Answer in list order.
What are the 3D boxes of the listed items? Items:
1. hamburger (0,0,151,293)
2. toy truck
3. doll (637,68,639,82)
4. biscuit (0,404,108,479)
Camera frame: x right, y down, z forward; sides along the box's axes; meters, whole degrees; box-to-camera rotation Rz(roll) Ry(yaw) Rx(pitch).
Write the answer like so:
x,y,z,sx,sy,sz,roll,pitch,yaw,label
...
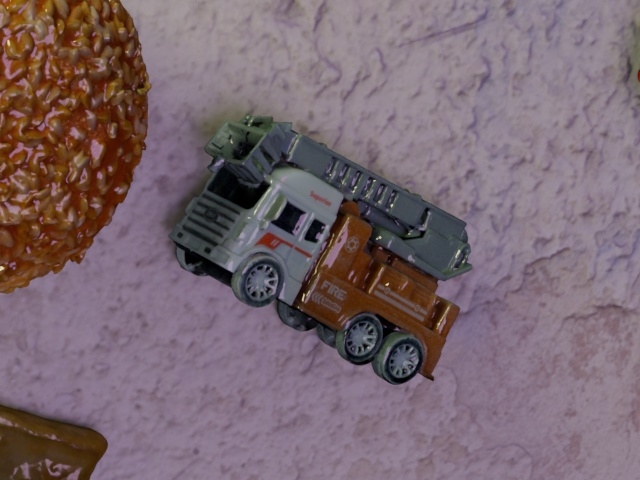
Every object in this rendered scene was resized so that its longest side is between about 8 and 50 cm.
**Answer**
x,y,z,sx,sy,sz,roll,pitch,yaw,label
-0.314,-0.119,1.583,0.330,0.250,0.330,-12,118,-23,hamburger
0.000,0.000,1.875,0.338,0.133,0.184,31,87,-37,toy truck
0.458,-0.191,2.016,0.257,0.161,0.215,-2,101,-44,doll
-0.318,0.242,1.878,0.183,0.039,0.174,16,103,-31,biscuit
